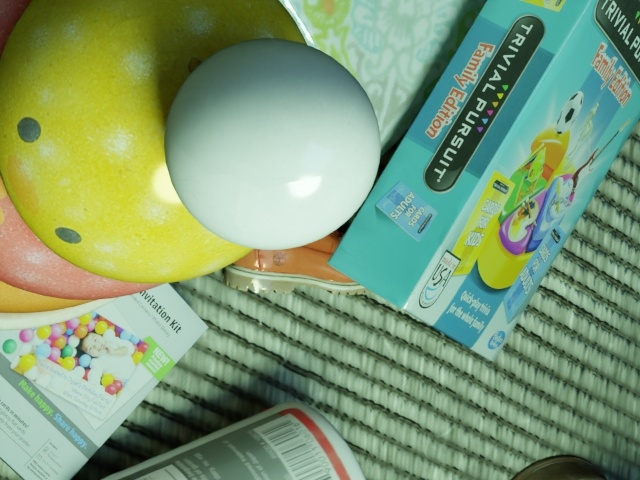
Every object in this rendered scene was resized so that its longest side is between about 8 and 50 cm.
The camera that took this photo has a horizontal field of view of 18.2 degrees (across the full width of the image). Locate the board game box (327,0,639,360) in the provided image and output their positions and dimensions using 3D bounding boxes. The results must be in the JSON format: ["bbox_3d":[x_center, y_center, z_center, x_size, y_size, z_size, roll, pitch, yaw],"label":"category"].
[{"bbox_3d":[0.162,-0.081,1.603,0.336,0.079,0.254,-59,157,0],"label":"board game box"}]

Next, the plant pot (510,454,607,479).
[{"bbox_3d":[0.254,0.301,1.813,0.167,0.165,0.167,-10,110,-30],"label":"plant pot"}]

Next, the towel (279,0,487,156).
[{"bbox_3d":[0.044,-0.295,1.522,0.320,0.090,0.374,-43,121,-20],"label":"towel"}]

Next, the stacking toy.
[{"bbox_3d":[-0.117,-0.088,1.239,0.350,0.480,0.351,-4,99,-29],"label":"stacking toy"}]

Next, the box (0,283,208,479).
[{"bbox_3d":[-0.195,0.086,1.529,0.186,0.038,0.145,-48,124,-13],"label":"box"}]

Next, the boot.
[{"bbox_3d":[0.000,0.000,1.619,0.158,0.059,0.085,3,99,-33],"label":"boot"}]

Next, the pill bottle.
[{"bbox_3d":[-0.110,0.247,1.560,0.283,0.161,0.161,-21,116,-26],"label":"pill bottle"}]
